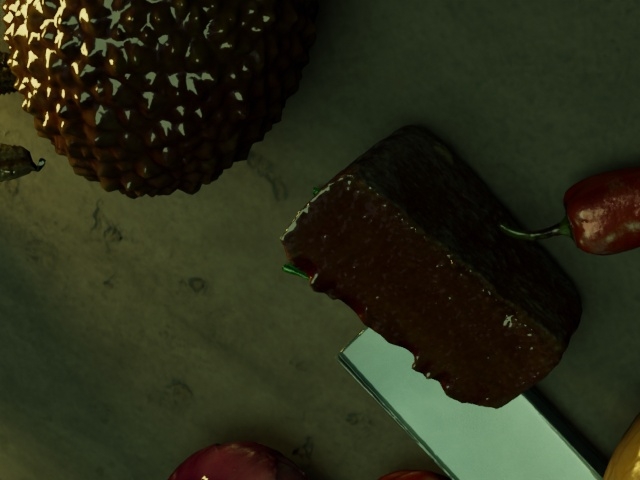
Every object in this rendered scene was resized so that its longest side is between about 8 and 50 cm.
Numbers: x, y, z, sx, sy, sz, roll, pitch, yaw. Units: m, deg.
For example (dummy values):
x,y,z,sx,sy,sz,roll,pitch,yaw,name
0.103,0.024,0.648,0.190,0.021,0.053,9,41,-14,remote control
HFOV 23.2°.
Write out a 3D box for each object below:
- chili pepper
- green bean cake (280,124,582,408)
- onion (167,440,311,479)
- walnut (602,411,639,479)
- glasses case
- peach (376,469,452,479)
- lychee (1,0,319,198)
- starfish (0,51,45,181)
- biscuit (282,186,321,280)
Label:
x,y,z,sx,sy,sz,roll,pitch,yaw,name
0.276,-0.027,1.233,0.272,0.063,0.071,-7,114,13,chili pepper
0.095,0.027,1.250,0.233,0.198,0.097,46,118,-3,green bean cake
-0.077,0.271,1.421,0.177,0.153,0.177,23,117,59,onion
0.308,0.197,1.243,0.159,0.159,0.207,29,114,11,walnut
0.143,0.158,1.355,0.105,0.056,0.266,-44,87,12,glasses case
0.085,0.248,1.383,0.100,0.101,0.101,6,109,20,peach
-0.128,-0.157,1.244,0.267,0.267,0.268,6,109,20,lychee
-0.366,-0.125,1.366,0.303,0.312,0.113,-14,135,-9,starfish
0.000,0.000,1.377,0.046,0.016,0.089,28,114,12,biscuit
